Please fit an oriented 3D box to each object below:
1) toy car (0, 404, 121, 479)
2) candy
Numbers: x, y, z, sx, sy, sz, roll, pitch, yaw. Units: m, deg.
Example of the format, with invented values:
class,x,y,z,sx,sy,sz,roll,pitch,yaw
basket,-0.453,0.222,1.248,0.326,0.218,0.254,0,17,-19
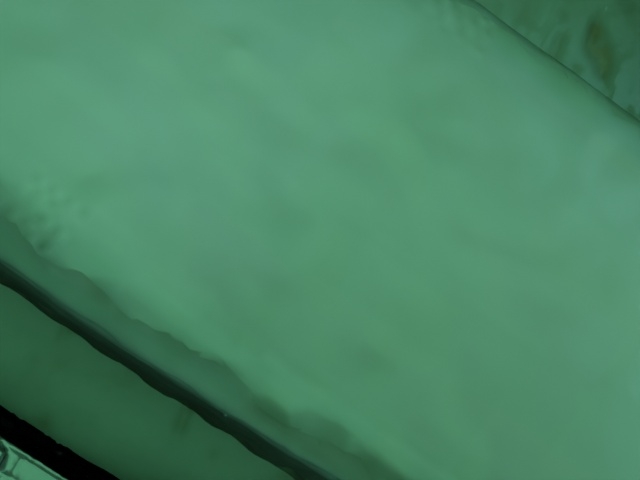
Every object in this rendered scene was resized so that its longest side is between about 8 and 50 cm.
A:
class,x,y,z,sx,sy,sz,roll,pitch,yaw
toy car,-0.122,0.110,0.497,0.209,0.089,0.108,35,83,-11
candy,0.002,-0.002,0.469,0.358,0.208,0.145,35,79,-8
